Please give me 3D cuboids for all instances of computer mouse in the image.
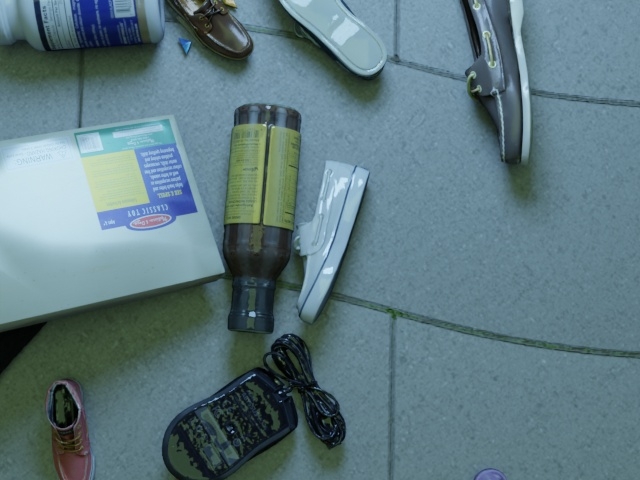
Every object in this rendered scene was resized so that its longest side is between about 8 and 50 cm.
[{"bbox_3d":[-0.113,0.279,1.812,0.272,0.072,0.188,-26,83,-17],"label":"computer mouse"}]

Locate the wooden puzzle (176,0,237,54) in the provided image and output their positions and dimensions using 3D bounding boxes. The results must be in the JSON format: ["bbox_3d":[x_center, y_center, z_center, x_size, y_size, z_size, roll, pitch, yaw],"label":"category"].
[{"bbox_3d":[-0.181,-0.351,1.905,0.116,0.014,0.078,-34,81,-5],"label":"wooden puzzle"}]

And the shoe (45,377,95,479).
[{"bbox_3d":[-0.377,0.294,1.790,0.064,0.081,0.177,-7,84,-2],"label":"shoe"}]

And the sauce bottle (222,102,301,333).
[{"bbox_3d":[-0.095,-0.032,1.822,0.111,0.111,0.344,6,83,-1],"label":"sauce bottle"}]

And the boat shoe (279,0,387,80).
[{"bbox_3d":[0.006,-0.353,1.878,0.254,0.079,0.095,43,82,1],"label":"boat shoe"}]

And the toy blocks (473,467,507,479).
[{"bbox_3d":[0.211,0.487,1.697,0.289,0.260,0.308,-27,85,-4],"label":"toy blocks"}]

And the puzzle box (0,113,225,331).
[{"bbox_3d":[-0.367,-0.026,1.752,0.409,0.052,0.272,-12,74,-25],"label":"puzzle box"}]

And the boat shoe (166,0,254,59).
[{"bbox_3d":[-0.177,-0.349,1.866,0.178,0.060,0.064,43,83,7],"label":"boat shoe"}]

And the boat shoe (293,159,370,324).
[{"bbox_3d":[0.000,0.000,1.839,0.084,0.095,0.258,18,73,4],"label":"boat shoe"}]

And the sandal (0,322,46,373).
[{"bbox_3d":[-0.561,0.175,1.780,0.446,0.167,0.107,-45,58,-14],"label":"sandal"}]

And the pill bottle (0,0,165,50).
[{"bbox_3d":[-0.376,-0.368,1.830,0.265,0.153,0.153,-4,84,-2],"label":"pill bottle"}]

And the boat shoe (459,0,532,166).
[{"bbox_3d":[0.271,-0.269,1.861,0.097,0.116,0.324,-4,80,2],"label":"boat shoe"}]
